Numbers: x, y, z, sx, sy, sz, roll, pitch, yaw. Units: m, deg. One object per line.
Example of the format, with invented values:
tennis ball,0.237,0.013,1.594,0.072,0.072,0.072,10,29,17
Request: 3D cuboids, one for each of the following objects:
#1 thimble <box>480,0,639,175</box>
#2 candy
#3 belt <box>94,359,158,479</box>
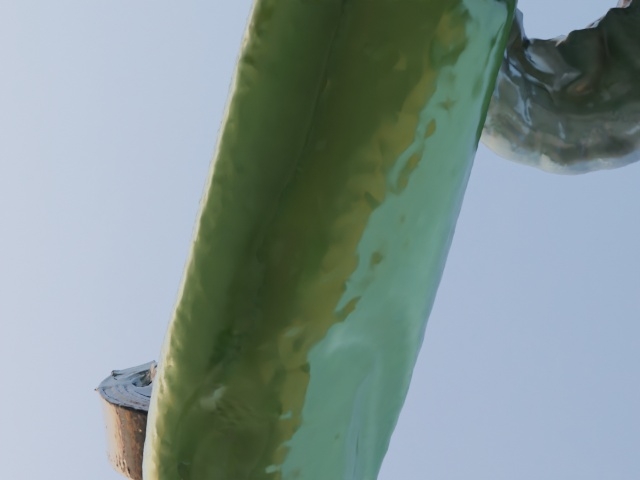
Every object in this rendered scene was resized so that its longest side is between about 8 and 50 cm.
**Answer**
thimble,0.162,-0.167,0.982,0.237,0.237,0.150,-41,-152,12
candy,0.000,0.000,0.856,0.132,0.142,0.343,17,-77,8
belt,-0.107,0.149,1.373,0.198,0.151,0.078,9,-71,55
